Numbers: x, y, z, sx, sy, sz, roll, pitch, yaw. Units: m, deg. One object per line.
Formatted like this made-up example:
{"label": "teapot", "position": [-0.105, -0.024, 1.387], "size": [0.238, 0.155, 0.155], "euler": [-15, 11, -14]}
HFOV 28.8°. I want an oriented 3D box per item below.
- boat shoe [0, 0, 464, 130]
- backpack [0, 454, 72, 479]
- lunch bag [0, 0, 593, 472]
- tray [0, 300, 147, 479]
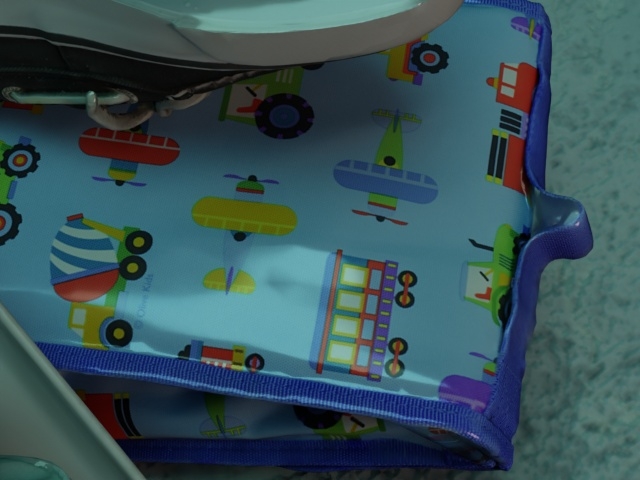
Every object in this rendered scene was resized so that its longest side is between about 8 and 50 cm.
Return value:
{"label": "boat shoe", "position": [-0.088, -0.098, 0.509], "size": [0.306, 0.105, 0.113], "euler": [-2, 62, 12]}
{"label": "backpack", "position": [-0.218, 0.135, 0.382], "size": [0.254, 0.191, 0.225], "euler": [0, 19, 7]}
{"label": "lunch bag", "position": [-0.025, -0.017, 0.573], "size": [0.293, 0.138, 0.221], "euler": [2, 60, 18]}
{"label": "tray", "position": [-0.117, 0.122, 0.498], "size": [0.145, 0.030, 0.270], "euler": [-36, 95, 22]}
